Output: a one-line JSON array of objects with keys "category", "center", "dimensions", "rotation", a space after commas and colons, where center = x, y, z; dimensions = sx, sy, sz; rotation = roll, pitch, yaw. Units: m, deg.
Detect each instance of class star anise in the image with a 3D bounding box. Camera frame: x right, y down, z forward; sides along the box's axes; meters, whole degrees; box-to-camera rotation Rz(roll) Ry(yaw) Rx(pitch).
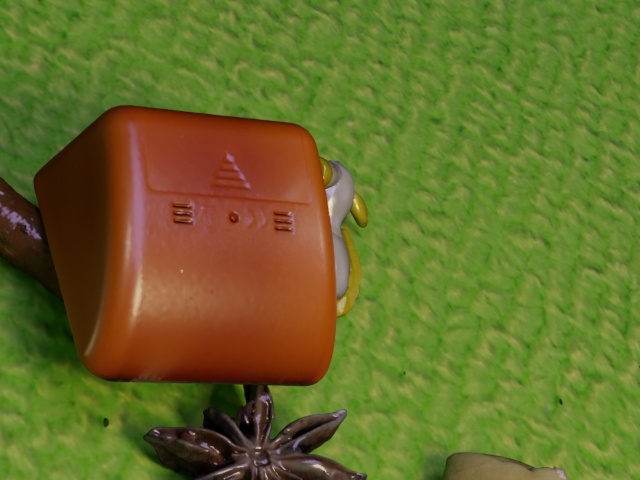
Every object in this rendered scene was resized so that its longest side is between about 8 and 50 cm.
[{"category": "star anise", "center": [-0.062, 0.207, 1.747], "dimensions": [0.209, 0.089, 0.231], "rotation": [22, 46, 0]}]

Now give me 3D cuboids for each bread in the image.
[{"category": "bread", "center": [0.170, 0.297, 1.811], "dimensions": [0.139, 0.060, 0.178], "rotation": [11, 54, 9]}]

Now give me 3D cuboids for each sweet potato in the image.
[{"category": "sweet potato", "center": [-0.314, -0.029, 1.779], "dimensions": [0.314, 0.072, 0.066], "rotation": [40, 68, -2]}]

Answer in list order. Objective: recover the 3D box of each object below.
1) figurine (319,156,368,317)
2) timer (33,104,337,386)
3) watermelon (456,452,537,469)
[{"category": "figurine", "center": [-0.007, -0.001, 1.942], "dimensions": [0.129, 0.109, 0.178], "rotation": [29, 56, -24]}, {"category": "timer", "center": [-0.115, 0.015, 1.752], "dimensions": [0.257, 0.161, 0.250], "rotation": [4, 64, -31]}, {"category": "watermelon", "center": [0.213, 0.314, 1.868], "dimensions": [0.119, 0.063, 0.245], "rotation": [-7, 62, -20]}]
